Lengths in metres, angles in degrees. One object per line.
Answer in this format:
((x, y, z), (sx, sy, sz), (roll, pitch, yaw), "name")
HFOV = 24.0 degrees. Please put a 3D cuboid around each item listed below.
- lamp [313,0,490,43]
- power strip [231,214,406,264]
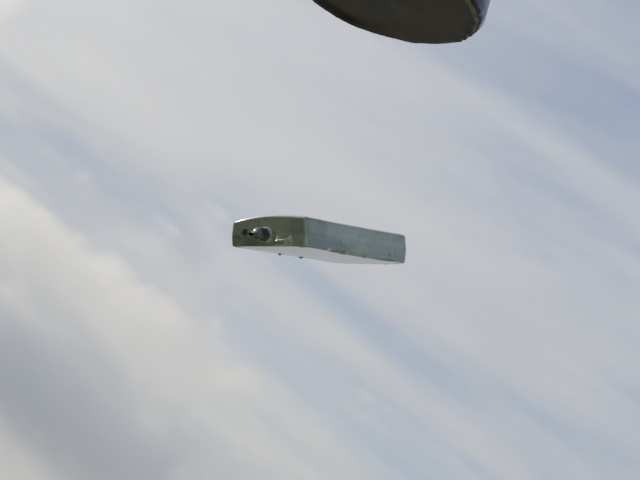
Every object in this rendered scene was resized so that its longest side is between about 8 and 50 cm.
((0.031, -0.293, 0.868), (0.108, 0.371, 0.130), (0, -13, -9), "lamp")
((0.000, 0.000, 1.351), (0.080, 0.029, 0.227), (-1, -5, 31), "power strip")
